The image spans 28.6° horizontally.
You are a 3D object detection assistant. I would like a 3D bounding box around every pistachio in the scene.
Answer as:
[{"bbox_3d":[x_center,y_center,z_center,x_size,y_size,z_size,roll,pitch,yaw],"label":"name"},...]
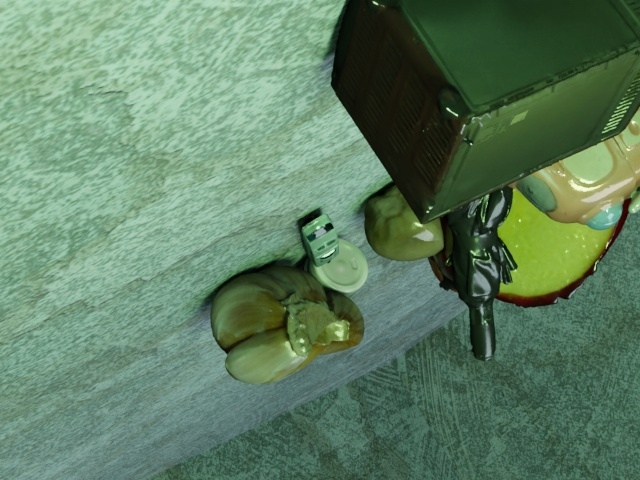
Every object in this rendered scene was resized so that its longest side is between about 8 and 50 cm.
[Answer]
[{"bbox_3d":[0.119,-0.020,1.796,0.108,0.126,0.185,-61,180,-9],"label":"pistachio"}]

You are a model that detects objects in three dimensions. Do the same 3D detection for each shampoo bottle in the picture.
[{"bbox_3d":[-0.025,0.097,1.988,0.092,0.092,0.303,-25,168,-31],"label":"shampoo bottle"}]

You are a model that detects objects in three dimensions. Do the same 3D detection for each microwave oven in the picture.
[{"bbox_3d":[0.152,-0.165,1.082,0.247,0.188,0.178,-23,161,-20],"label":"microwave oven"}]

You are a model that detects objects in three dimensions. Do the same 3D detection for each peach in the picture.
[{"bbox_3d":[0.330,-0.073,1.896,0.362,0.257,0.201,-60,180,28],"label":"peach"}]

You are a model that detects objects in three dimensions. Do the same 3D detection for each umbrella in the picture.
[{"bbox_3d":[0.223,0.019,1.793,0.118,0.340,0.118,-5,-156,2],"label":"umbrella"}]

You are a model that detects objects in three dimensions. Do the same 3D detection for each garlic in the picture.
[{"bbox_3d":[-0.052,0.111,1.798,0.191,0.160,0.214,-20,-179,39],"label":"garlic"}]

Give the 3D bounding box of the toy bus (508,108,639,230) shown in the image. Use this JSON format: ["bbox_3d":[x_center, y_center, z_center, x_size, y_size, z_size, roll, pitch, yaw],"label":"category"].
[{"bbox_3d":[0.353,-0.140,1.621,0.287,0.232,0.194,-33,172,-4],"label":"toy bus"}]

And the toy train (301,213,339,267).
[{"bbox_3d":[0.000,0.000,1.740,0.043,0.047,0.207,-32,170,-4],"label":"toy train"}]

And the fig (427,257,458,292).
[{"bbox_3d":[0.241,-0.025,2.085,0.175,0.207,0.175,-23,-151,14],"label":"fig"}]

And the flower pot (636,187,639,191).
[{"bbox_3d":[0.634,-0.162,2.090,0.299,0.299,0.283,-36,165,21],"label":"flower pot"}]
